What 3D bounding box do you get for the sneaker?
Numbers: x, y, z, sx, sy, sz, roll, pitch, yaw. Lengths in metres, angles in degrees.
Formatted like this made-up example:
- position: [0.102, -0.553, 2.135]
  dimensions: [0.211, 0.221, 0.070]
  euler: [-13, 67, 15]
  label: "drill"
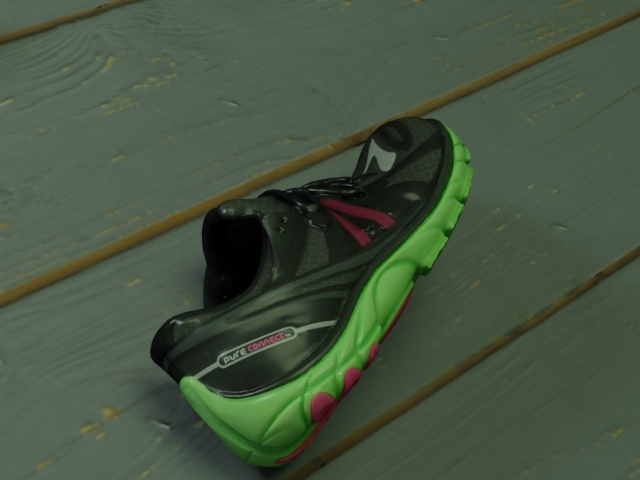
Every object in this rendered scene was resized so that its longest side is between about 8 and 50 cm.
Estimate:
- position: [0.000, 0.000, 1.521]
  dimensions: [0.202, 0.185, 0.483]
  euler: [36, 40, 0]
  label: "sneaker"
